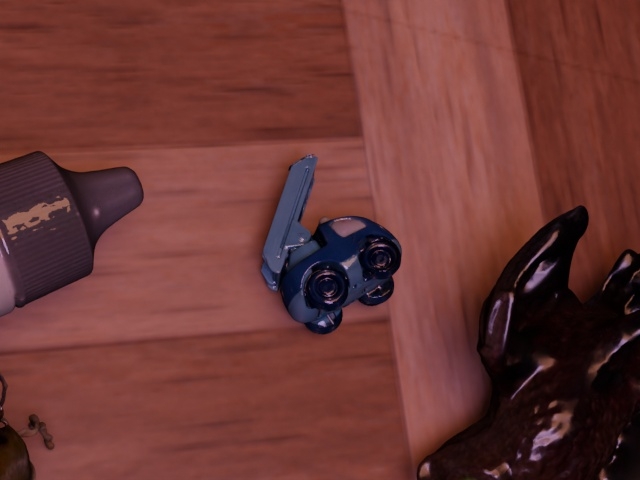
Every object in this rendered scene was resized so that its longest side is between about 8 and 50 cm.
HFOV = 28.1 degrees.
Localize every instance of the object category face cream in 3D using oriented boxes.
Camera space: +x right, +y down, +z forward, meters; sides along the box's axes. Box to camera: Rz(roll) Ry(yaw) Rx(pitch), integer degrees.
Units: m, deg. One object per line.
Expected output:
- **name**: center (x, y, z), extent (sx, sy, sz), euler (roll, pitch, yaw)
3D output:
- **face cream**: center (-0.229, 0.029, 0.619), extent (0.311, 0.092, 0.092), euler (-23, 83, -21)

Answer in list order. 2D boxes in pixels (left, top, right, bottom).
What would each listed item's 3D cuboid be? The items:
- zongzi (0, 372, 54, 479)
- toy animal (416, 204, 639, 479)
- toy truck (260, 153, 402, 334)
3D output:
- **zongzi**: center (-0.271, 0.126, 0.562), extent (0.241, 0.111, 0.248), euler (35, 68, -13)
- **toy animal**: center (0.137, 0.091, 0.725), extent (0.179, 0.116, 0.218), euler (-29, 114, 5)
- **toy truck**: center (0.000, 0.000, 0.718), extent (0.073, 0.056, 0.090), euler (-27, 72, -15)
